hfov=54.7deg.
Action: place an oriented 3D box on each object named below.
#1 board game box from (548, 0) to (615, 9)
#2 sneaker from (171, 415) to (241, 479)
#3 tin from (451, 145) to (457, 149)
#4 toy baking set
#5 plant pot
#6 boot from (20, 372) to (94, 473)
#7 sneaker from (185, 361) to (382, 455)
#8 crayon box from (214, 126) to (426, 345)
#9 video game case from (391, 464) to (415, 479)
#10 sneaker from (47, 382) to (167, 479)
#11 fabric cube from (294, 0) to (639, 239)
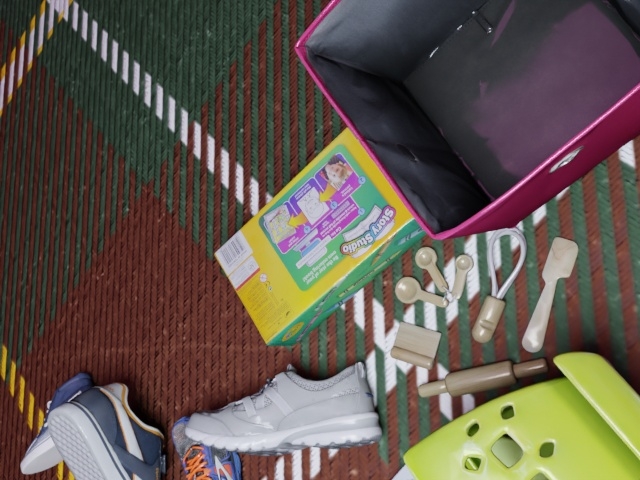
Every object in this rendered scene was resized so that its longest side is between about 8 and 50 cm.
[{"bbox_3d":[0.342,-0.434,0.755,0.253,0.079,0.336,21,92,30],"label":"board game box"},{"bbox_3d":[-0.156,0.350,0.887,0.083,0.087,0.221,-44,64,15],"label":"sneaker"},{"bbox_3d":[0.180,-0.171,0.824,0.189,0.040,0.106,-29,65,22],"label":"tin"},{"bbox_3d":[0.198,0.089,0.771,0.256,0.030,0.197,-14,75,26],"label":"toy baking set"},{"bbox_3d":[0.251,0.239,0.612,0.207,0.227,0.228,-41,64,10],"label":"plant pot"},{"bbox_3d":[-0.452,0.317,1.074,0.190,0.069,0.086,-41,58,8],"label":"boot"},{"bbox_3d":[-0.053,0.233,0.857,0.281,0.105,0.115,-9,65,16],"label":"sneaker"},{"bbox_3d":[0.000,0.000,0.865,0.278,0.081,0.165,-42,65,16],"label":"crayon box"},{"bbox_3d":[0.127,0.400,0.762,0.190,0.022,0.173,43,103,27],"label":"video game case"},{"bbox_3d":[-0.287,0.370,0.946,0.126,0.127,0.321,-13,100,32],"label":"sneaker"},{"bbox_3d":[0.185,-0.174,0.635,0.254,0.258,0.259,-41,72,27],"label":"fabric cube"}]
